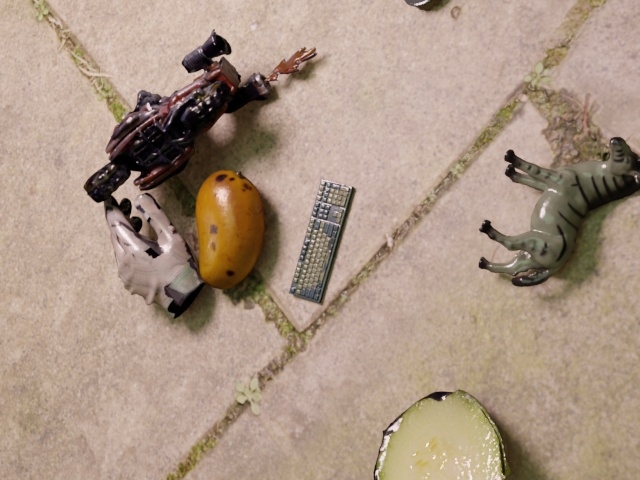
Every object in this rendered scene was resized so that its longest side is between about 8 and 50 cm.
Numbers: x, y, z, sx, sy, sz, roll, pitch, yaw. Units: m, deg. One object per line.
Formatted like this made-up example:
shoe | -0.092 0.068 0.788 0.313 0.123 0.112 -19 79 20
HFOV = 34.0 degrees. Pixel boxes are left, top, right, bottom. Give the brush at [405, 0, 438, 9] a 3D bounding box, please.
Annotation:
brush | 0.122 -0.450 1.527 0.062 0.027 0.266 -26 65 25

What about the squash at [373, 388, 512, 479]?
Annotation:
squash | 0.165 0.291 1.349 0.192 0.085 0.184 -36 36 19

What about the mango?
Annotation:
mango | -0.136 -0.017 1.566 0.115 0.090 0.177 -5 82 42

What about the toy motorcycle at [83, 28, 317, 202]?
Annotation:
toy motorcycle | -0.194 -0.206 1.599 0.401 0.134 0.207 -35 22 21

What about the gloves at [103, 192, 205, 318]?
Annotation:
gloves | -0.273 0.016 1.617 0.212 0.127 0.111 41 62 6

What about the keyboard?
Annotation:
keyboard | 0.001 0.000 1.525 0.055 0.014 0.176 16 91 29

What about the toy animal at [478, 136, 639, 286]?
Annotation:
toy animal | 0.303 -0.036 1.315 0.176 0.073 0.216 21 97 18
